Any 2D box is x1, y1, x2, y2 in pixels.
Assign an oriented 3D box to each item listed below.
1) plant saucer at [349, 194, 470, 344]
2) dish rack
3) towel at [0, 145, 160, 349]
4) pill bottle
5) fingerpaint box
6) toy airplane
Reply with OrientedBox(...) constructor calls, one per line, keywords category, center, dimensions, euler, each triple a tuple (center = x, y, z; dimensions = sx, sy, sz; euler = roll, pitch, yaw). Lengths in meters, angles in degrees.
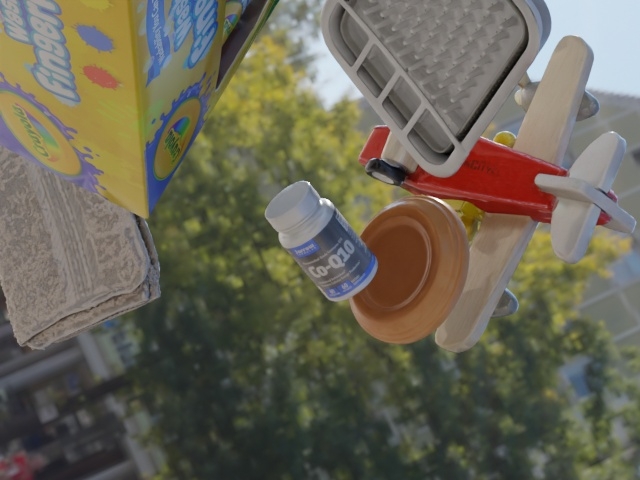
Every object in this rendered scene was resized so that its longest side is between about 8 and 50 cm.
OrientedBox(category="plant saucer", center=(0.105, 0.034, 1.789), dimensions=(0.037, 0.200, 0.200), euler=(21, 25, -43))
OrientedBox(category="dish rack", center=(0.144, -0.265, 1.688), dimensions=(0.285, 0.072, 0.333), euler=(53, -31, 15))
OrientedBox(category="towel", center=(-0.296, -0.030, 1.567), dimensions=(0.049, 0.187, 0.282), euler=(25, 42, -68))
OrientedBox(category="pill bottle", center=(0.000, 0.000, 1.631), dimensions=(0.137, 0.078, 0.078), euler=(50, -6, -25))
OrientedBox(category="fingerpaint box", center=(-0.112, -0.277, 1.045), dimensions=(0.163, 0.371, 0.445), euler=(27, -22, 6))
OrientedBox(category="toy airplane", center=(0.283, -0.072, 2.017), dimensions=(0.272, 0.386, 0.384), euler=(41, 24, -60))
